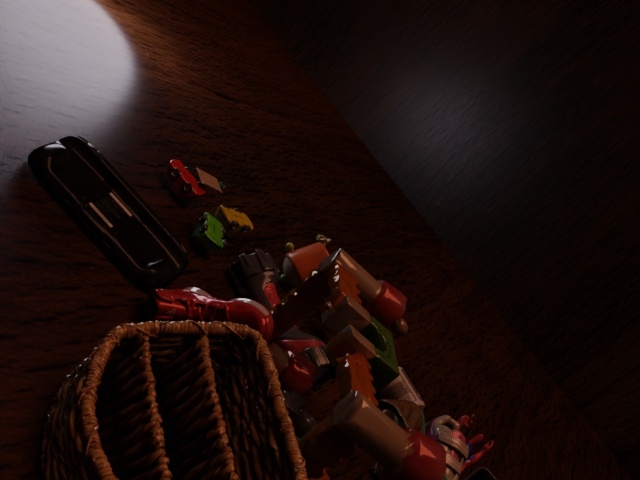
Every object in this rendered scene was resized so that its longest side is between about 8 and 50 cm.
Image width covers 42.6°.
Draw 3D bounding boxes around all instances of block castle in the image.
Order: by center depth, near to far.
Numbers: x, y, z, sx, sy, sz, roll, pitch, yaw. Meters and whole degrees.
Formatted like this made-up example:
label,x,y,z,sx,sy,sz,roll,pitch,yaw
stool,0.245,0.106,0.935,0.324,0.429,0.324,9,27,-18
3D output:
label,x,y,z,sx,sy,sz,roll,pitch,yaw
block castle,0.013,0.252,1.252,0.213,0.303,0.453,43,19,-23

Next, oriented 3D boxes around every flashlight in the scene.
label,x,y,z,sx,sy,sz,roll,pitch,yaw
flashlight,-0.071,0.150,1.608,0.103,0.103,0.304,24,30,-52

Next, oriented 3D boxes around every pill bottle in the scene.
label,x,y,z,sx,sy,sz,roll,pitch,yaw
pill bottle,0.168,0.333,1.848,0.078,0.078,0.137,23,31,-56

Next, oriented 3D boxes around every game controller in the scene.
label,x,y,z,sx,sy,sz,roll,pitch,yaw
game controller,-0.362,-0.049,1.420,0.319,0.067,0.166,48,31,-2

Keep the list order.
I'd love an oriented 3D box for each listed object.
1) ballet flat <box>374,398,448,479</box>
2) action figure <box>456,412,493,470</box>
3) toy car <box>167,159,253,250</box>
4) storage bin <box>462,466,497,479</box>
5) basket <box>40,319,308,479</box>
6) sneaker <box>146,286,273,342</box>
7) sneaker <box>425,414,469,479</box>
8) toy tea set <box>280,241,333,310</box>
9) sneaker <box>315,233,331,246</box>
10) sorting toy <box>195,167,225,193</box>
label,x,y,z,sx,sy,sz,roll,pitch,yaw
ballet flat,0.161,0.422,1.612,0.124,0.116,0.342,22,24,-14
action figure,0.355,0.465,1.942,0.091,0.139,0.280,51,19,10
toy car,-0.237,-0.043,1.705,0.239,0.053,0.225,39,19,-26
storage bin,0.352,0.571,1.788,0.135,0.098,0.091,52,-11,11
basket,-0.180,0.225,0.965,0.213,0.223,0.299,36,22,-37
sneaker,-0.190,0.126,1.302,0.221,0.087,0.128,7,2,37
sneaker,0.258,0.456,1.745,0.103,0.111,0.252,42,18,-22
toy tea set,0.012,0.156,1.857,0.336,0.124,0.200,56,-11,34
sneaker,0.000,0.000,2.254,0.035,0.031,0.083,39,10,16
sorting toy,-0.232,-0.122,1.771,0.083,0.012,0.062,28,21,-41
